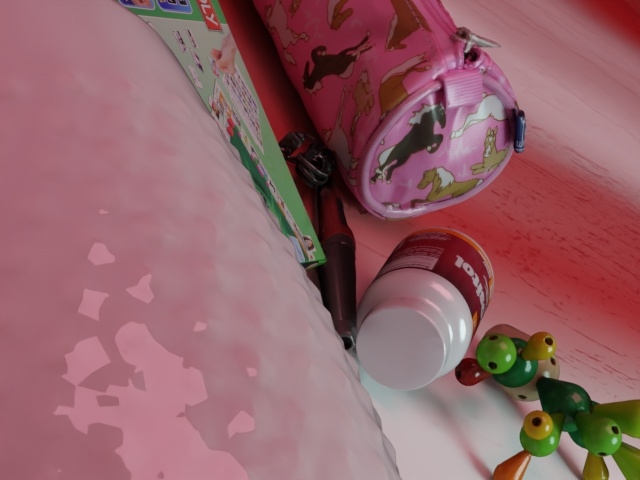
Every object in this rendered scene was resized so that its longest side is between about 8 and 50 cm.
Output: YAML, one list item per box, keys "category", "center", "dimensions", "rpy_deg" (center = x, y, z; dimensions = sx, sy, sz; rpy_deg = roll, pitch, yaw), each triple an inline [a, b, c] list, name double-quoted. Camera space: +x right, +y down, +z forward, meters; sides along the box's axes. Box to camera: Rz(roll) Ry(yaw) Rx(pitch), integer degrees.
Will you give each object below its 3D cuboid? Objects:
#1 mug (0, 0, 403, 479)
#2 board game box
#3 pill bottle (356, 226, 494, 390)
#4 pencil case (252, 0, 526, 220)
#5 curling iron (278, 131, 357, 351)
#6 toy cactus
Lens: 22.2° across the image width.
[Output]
- category: "mug"
  center: [-0.093, 0.136, 0.628]
  dimensions: [0.328, 0.276, 0.374]
  rpy_deg: [58, -4, 27]
- category: "board game box"
  center: [-0.119, -0.114, 1.090]
  dimensions: [0.213, 0.046, 0.317]
  rpy_deg: [-7, 72, -64]
- category: "pill bottle"
  center: [0.075, 0.051, 1.197]
  dimensions: [0.086, 0.086, 0.152]
  rpy_deg: [43, 25, -2]
- category: "pencil case"
  center: [0.036, -0.197, 1.428]
  dimensions: [0.160, 0.167, 0.386]
  rpy_deg: [53, 7, -49]
- category: "curling iron"
  center: [0.000, 0.000, 1.223]
  dimensions: [0.068, 0.035, 0.274]
  rpy_deg: [35, 24, -26]
- category: "toy cactus"
  center: [0.175, 0.126, 1.247]
  dimensions: [0.219, 0.112, 0.180]
  rpy_deg: [26, 11, -30]
